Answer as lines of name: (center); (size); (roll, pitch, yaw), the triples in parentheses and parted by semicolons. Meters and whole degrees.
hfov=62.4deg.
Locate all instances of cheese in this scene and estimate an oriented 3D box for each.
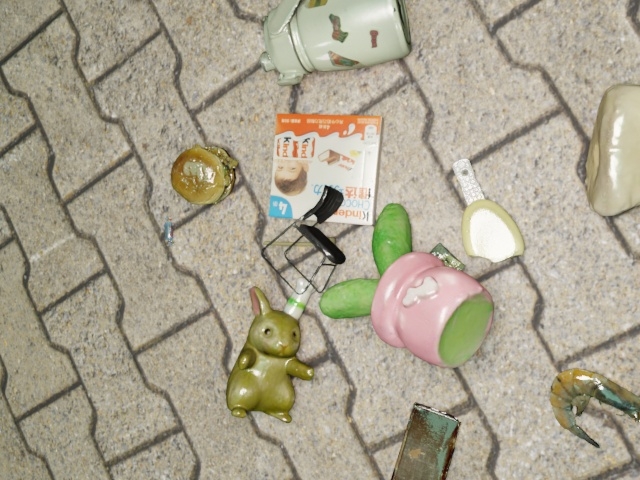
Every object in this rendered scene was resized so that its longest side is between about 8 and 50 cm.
cheese: (0.361, -0.066, 1.204); (0.127, 0.050, 0.255); (-24, 82, 18)
cheese: (0.650, -0.195, 1.047); (0.251, 0.173, 0.248); (-12, 96, 18)

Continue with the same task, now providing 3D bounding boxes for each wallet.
wallet: (0.248, 0.513, 1.257); (0.122, 0.031, 0.232); (17, 94, 20)

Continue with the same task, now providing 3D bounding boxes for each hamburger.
hamburger: (-0.291, -0.170, 1.360); (0.185, 0.131, 0.159); (-22, 88, 12)

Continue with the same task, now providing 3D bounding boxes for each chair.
chair: (0.000, 0.000, 1.222); (0.145, 0.140, 0.221); (44, 101, 17)

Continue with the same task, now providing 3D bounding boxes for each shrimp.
shrimp: (0.604, 0.370, 1.139); (0.217, 0.051, 0.150); (25, 101, 23)

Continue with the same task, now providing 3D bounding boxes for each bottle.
bottle: (0.019, -0.496, 1.226); (0.351, 0.229, 0.229); (-9, 88, 20)

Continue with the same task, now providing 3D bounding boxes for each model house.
model house: (0.278, 0.059, 1.221); (0.083, 0.066, 0.079); (45, 101, 13)

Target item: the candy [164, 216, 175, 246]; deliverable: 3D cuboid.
candy: (-0.416, -0.025, 1.457); (0.030, 0.020, 0.083); (-3, 88, 17)

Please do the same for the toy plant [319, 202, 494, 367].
toy plant: (0.196, 0.099, 1.136); (0.317, 0.210, 0.356); (-55, 35, -6)

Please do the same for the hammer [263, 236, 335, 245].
hammer: (-0.055, 0.020, 1.349); (0.195, 0.028, 0.060); (1, 98, 20)

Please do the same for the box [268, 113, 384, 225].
box: (0.011, -0.177, 1.309); (0.273, 0.048, 0.265); (5, 93, 16)

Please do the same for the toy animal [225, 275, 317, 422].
toy animal: (-0.117, 0.263, 1.284); (0.181, 0.180, 0.363); (13, 103, -23)
